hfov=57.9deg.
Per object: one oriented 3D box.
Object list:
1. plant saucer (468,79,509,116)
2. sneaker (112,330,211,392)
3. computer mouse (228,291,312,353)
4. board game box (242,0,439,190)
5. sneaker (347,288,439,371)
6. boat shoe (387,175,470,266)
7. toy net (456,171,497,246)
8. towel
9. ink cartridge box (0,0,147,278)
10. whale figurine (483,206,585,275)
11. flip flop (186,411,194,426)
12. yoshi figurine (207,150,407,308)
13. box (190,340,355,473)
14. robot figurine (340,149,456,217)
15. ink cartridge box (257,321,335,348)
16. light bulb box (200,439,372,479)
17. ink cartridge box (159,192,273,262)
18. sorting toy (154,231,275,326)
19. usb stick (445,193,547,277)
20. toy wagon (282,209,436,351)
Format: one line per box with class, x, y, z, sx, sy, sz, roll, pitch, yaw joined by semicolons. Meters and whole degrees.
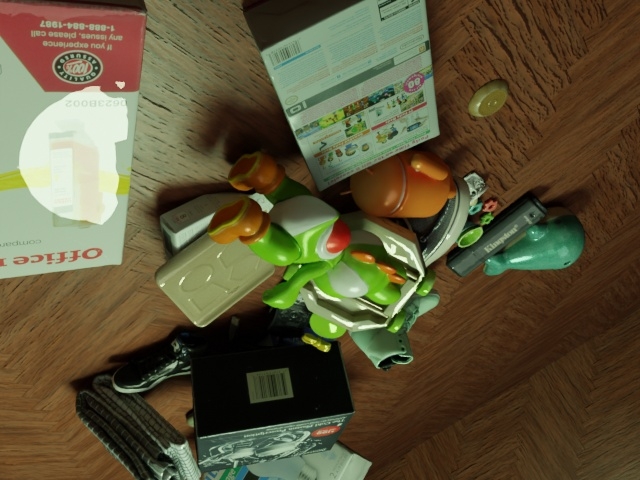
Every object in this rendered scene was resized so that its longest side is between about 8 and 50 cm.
plant saucer;0.313;-0.257;1.064;0.083;0.015;0.083;-18;147;-12
sneaker;-0.346;0.254;1.272;0.217;0.079;0.121;-12;142;-36
computer mouse;-0.111;0.174;1.337;0.184;0.060;0.262;12;126;-12
board game box;0.046;-0.233;0.840;0.224;0.097;0.303;-25;146;0
sneaker;0.211;0.223;1.414;0.256;0.151;0.094;-23;145;-16
boat shoe;0.163;-0.004;1.214;0.158;0.127;0.340;7;132;-28
toy net;0.362;-0.075;1.323;0.122;0.045;0.232;-24;147;-4
towel;-0.413;0.455;1.304;0.121;0.283;0.235;-43;154;-30
ink cartridge box;-0.359;-0.130;0.641;0.279;0.160;0.385;-7;142;-28
whale figurine;0.564;0.028;1.519;0.272;0.141;0.216;-26;148;0
flip flop;-0.290;0.556;1.717;0.112;0.080;0.277;-33;147;10
yoshi figurine;-0.019;0.012;0.990;0.362;0.203;0.203;32;107;-28
box;-0.126;0.397;1.363;0.343;0.179;0.312;-5;148;-14
robot figurine;0.148;-0.106;1.058;0.219;0.158;0.128;-2;109;-33
ink cartridge box;-0.097;0.322;1.512;0.185;0.065;0.311;27;118;-36
light bulb box;-0.109;0.687;1.652;0.358;0.361;0.225;-58;150;-16
ink cartridge box;-0.170;-0.019;1.050;0.232;0.066;0.189;-34;153;-29
sorting toy;-0.184;0.052;1.040;0.193;0.038;0.208;-38;150;-12
usb stick;0.438;-0.008;1.454;0.077;0.045;0.278;41;112;-18
toy wagon;0.059;0.094;1.195;0.267;0.068;0.344;27;125;-5
